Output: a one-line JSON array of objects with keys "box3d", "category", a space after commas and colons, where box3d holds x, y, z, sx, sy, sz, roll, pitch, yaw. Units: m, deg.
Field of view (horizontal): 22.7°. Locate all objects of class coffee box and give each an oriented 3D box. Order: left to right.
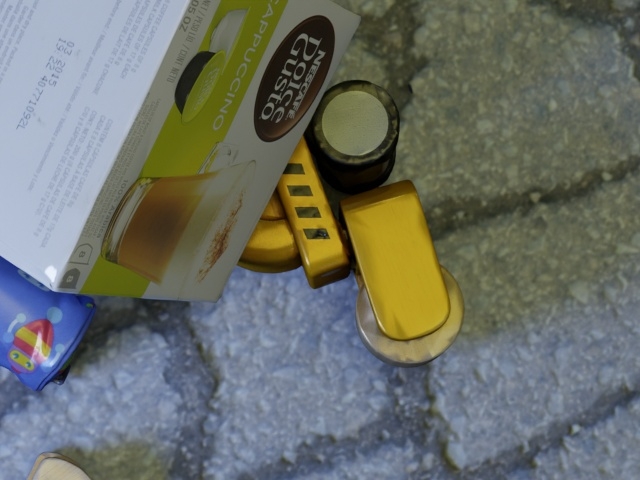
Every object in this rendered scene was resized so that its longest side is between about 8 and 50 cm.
[{"box3d": [-0.222, -0.168, 1.545, 0.338, 0.334, 0.337, 30, 98, 22], "category": "coffee box"}]

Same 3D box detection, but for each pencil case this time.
[{"box3d": [-0.378, 0.036, 1.691, 0.306, 0.133, 0.119, 35, 114, -5], "category": "pencil case"}]

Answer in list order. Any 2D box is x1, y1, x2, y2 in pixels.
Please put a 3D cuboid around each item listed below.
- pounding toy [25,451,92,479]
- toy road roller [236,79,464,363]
[{"box3d": [-0.297, 0.310, 1.657, 0.270, 0.155, 0.154, -15, 91, -13], "category": "pounding toy"}, {"box3d": [0.000, 0.000, 1.741, 0.241, 0.202, 0.329, -19, 83, -1], "category": "toy road roller"}]
